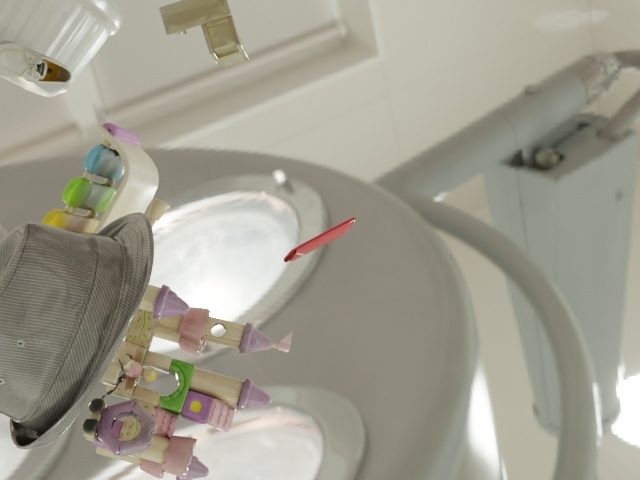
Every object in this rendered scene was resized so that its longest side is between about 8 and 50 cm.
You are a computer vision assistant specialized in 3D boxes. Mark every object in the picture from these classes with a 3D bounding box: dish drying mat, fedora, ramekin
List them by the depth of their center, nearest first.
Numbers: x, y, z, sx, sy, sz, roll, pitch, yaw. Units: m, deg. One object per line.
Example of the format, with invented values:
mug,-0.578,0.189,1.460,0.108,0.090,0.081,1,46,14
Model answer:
fedora,-0.291,0.074,1.128,0.124,0.275,0.244,24,-153,-26
dish drying mat,0.000,0.000,1.134,0.083,0.008,0.032,-26,166,-35
ramekin,-0.370,-0.267,1.249,0.273,0.273,0.127,22,-95,49

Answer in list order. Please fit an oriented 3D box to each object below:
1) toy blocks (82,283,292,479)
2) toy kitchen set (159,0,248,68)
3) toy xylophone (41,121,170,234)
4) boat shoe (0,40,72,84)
toy blocks,-0.204,0.239,1.767,0.260,0.309,0.289,17,-109,-1
toy kitchen set,-0.122,-0.223,1.139,0.068,0.083,0.075,-17,176,2
toy xylophone,-0.317,0.002,1.515,0.081,0.236,0.323,30,-96,11
boat shoe,-0.289,-0.174,1.107,0.035,0.035,0.100,16,-179,31
